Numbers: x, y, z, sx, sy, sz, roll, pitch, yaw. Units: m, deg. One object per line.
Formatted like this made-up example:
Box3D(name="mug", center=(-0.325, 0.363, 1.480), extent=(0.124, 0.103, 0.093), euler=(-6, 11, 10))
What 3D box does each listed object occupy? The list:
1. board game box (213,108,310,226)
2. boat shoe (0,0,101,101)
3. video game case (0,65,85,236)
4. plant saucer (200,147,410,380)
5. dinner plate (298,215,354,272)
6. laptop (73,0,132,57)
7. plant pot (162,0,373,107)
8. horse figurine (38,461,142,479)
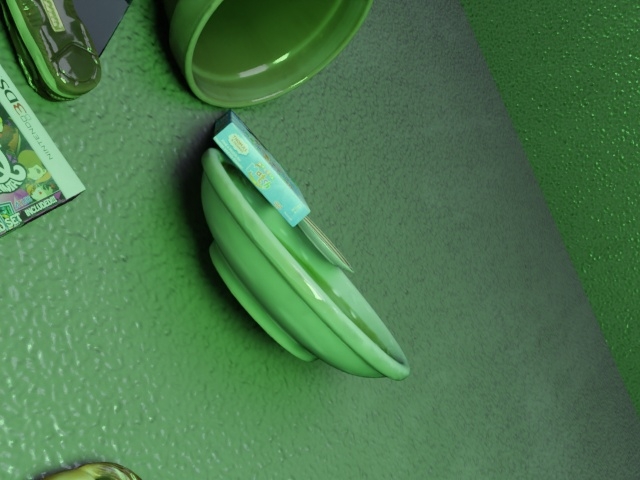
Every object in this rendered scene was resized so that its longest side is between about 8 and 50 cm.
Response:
Box3D(name="board game box", center=(-0.089, -0.113, 0.998), extent=(0.160, 0.039, 0.211), euler=(48, 6, -17))
Box3D(name="boat shoe", center=(-0.348, -0.290, 0.819), extent=(0.095, 0.095, 0.257), euler=(-16, 93, -44))
Box3D(name="video game case", center=(-0.390, -0.091, 0.704), extent=(0.210, 0.042, 0.232), euler=(58, 37, -9))
Box3D(name="plant saucer", center=(-0.043, 0.053, 0.927), extent=(0.400, 0.100, 0.400), euler=(48, 5, -6))
Box3D(name="dinner plate", center=(0.000, 0.000, 1.048), extent=(0.141, 0.017, 0.141), euler=(49, 4, -5))
Box3D(name="laptop", center=(-0.369, -0.413, 0.938), extent=(0.234, 0.136, 0.264), euler=(34, 21, -37))
Box3D(name="plant pot", center=(-0.121, -0.414, 1.038), extent=(0.323, 0.323, 0.280), euler=(-10, 63, -53))
Box3D(name="horse figurine", center=(-0.255, 0.293, 0.639), extent=(0.263, 0.066, 0.174), euler=(-38, 107, -51))
